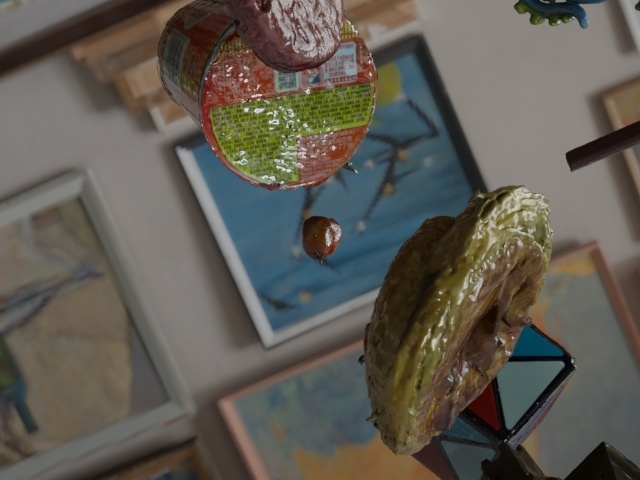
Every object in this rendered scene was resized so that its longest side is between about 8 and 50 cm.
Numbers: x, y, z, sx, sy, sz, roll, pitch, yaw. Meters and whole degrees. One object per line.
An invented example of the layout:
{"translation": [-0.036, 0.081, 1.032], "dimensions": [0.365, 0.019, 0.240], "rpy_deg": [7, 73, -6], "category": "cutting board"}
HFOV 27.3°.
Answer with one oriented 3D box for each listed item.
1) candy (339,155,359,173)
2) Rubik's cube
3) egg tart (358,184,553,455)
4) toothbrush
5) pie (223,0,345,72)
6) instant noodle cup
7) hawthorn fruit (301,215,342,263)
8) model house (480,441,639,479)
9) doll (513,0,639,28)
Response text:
{"translation": [-0.024, -0.136, 1.663], "dimensions": [0.043, 0.175, 0.045], "rpy_deg": [-60, -173, 32], "category": "candy"}
{"translation": [0.270, 0.269, 2.353], "dimensions": [0.248, 0.250, 0.246], "rpy_deg": [-43, 162, -32], "category": "Rubik's cube"}
{"translation": [0.146, 0.105, 1.643], "dimensions": [0.153, 0.351, 0.339], "rpy_deg": [29, -125, 25], "category": "egg tart"}
{"translation": [0.567, -0.196, 2.145], "dimensions": [0.364, 0.041, 0.041], "rpy_deg": [-23, -172, 26], "category": "toothbrush"}
{"translation": [-0.035, -0.231, 1.127], "dimensions": [0.049, 0.182, 0.182], "rpy_deg": [-16, -168, 29], "category": "pie"}
{"translation": [-0.072, -0.167, 1.341], "dimensions": [0.193, 0.193, 0.212], "rpy_deg": [-26, -153, -16], "category": "instant noodle cup"}
{"translation": [0.000, -0.005, 2.247], "dimensions": [0.077, 0.077, 0.077], "rpy_deg": [-23, -171, 4], "category": "hawthorn fruit"}
{"translation": [0.265, 0.314, 1.354], "dimensions": [0.204, 0.243, 0.211], "rpy_deg": [15, 122, -49], "category": "model house"}
{"translation": [0.325, -0.478, 1.908], "dimensions": [0.341, 0.346, 0.099], "rpy_deg": [8, -159, 37], "category": "doll"}
